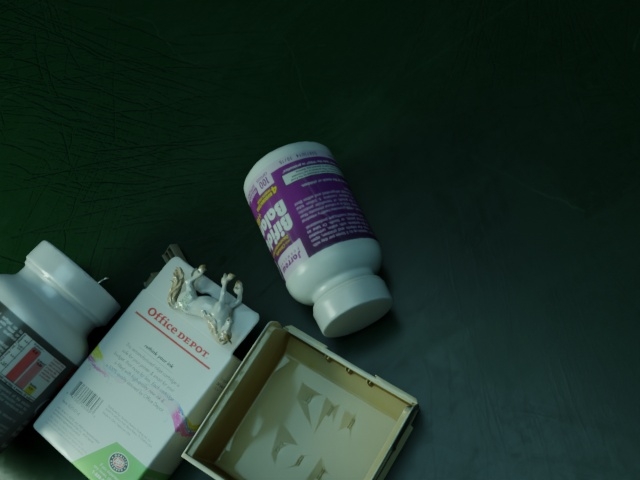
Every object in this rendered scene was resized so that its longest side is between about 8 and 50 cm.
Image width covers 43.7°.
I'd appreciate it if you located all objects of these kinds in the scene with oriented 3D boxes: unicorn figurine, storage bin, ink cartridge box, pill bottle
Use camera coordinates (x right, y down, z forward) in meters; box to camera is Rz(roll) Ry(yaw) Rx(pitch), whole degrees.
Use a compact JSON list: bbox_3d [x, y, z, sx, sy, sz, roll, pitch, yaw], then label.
[{"bbox_3d":[-0.170,0.100,1.248,0.162,0.060,0.111,11,69,31],"label":"unicorn figurine"},{"bbox_3d":[-0.019,0.294,1.226,0.262,0.123,0.260,28,76,21],"label":"storage bin"},{"bbox_3d":[-0.262,0.226,1.304,0.207,0.119,0.353,34,78,21],"label":"ink cartridge box"},{"bbox_3d":[-0.511,0.186,1.286,0.210,0.210,0.363,35,73,22],"label":"pill bottle"},{"bbox_3d":[0.000,0.000,1.316,0.169,0.169,0.301,-26,65,0],"label":"pill bottle"}]

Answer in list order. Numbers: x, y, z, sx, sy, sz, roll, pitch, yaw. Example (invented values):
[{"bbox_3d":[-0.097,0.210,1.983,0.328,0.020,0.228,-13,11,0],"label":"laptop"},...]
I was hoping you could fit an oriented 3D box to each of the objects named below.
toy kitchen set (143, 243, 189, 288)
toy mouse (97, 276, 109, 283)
[{"bbox_3d":[-0.284,0.059,1.408,0.075,0.083,0.068,56,128,24],"label":"toy kitchen set"},{"bbox_3d":[-0.451,0.096,1.442,0.143,0.031,0.161,-25,66,1],"label":"toy mouse"}]
